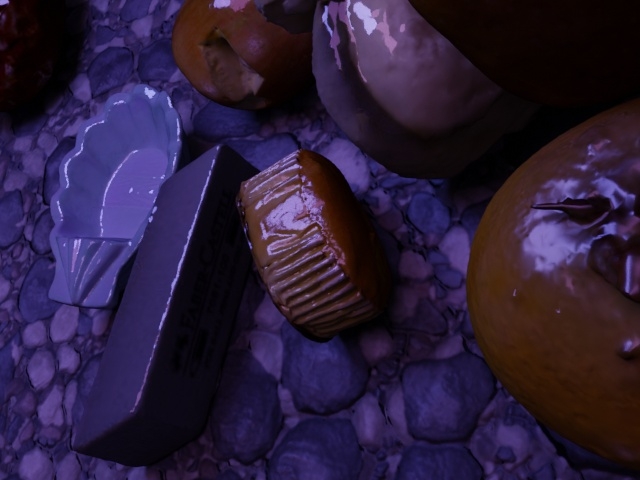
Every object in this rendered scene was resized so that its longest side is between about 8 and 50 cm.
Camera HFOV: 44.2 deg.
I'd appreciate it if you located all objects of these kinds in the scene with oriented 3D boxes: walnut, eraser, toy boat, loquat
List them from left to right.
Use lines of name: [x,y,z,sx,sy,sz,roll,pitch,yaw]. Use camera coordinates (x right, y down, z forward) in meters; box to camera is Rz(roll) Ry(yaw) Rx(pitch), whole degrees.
walnut: [-0.520,-0.343,1.236,0.243,0.222,0.269,-10,47,19]
toy boat: [-0.242,-0.049,0.983,0.199,0.100,0.290,3,68,34]
eraser: [-0.151,0.071,0.861,0.077,0.111,0.353,4,69,31]
loquat: [0.238,0.032,0.543,0.274,0.275,0.275,-14,61,26]

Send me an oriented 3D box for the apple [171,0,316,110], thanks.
apple: [-0.085,-0.245,0.941,0.199,0.199,0.199,-14,61,26]

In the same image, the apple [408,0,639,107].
apple: [0.182,-0.246,0.512,0.317,0.288,0.288,148,137,-64]

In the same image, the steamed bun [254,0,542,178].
steamed bun: [0.095,-0.255,0.776,0.324,0.230,0.372,-29,85,-15]

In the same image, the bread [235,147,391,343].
bread: [0.000,0.000,0.787,0.114,0.132,0.191,-28,59,19]
